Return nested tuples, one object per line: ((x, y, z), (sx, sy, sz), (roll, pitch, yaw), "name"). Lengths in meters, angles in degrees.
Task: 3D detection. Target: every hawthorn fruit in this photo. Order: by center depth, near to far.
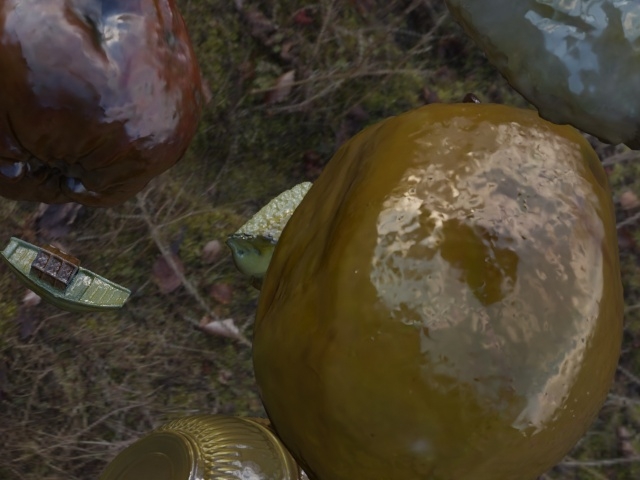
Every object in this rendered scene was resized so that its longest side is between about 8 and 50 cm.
((-0.232, -0.154, 0.879), (0.258, 0.258, 0.262), (17, 33, -24), "hawthorn fruit")

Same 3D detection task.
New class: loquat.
((0.063, 0.028, 0.485), (0.176, 0.187, 0.234), (38, 59, -32), "loquat")

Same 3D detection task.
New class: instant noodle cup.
((-0.142, 0.253, 0.888), (0.091, 0.274, 0.274), (51, 59, -34), "instant noodle cup")

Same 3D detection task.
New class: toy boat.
((-0.330, 0.047, 1.247), (0.172, 0.066, 0.065), (27, 43, -1), "toy boat")

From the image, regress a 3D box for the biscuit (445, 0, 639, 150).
((0.128, -0.132, 0.293), (0.033, 0.219, 0.220), (18, 66, -66), "biscuit")

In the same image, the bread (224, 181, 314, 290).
((-0.004, -0.006, 1.455), (0.174, 0.251, 0.133), (53, 39, -46), "bread")
